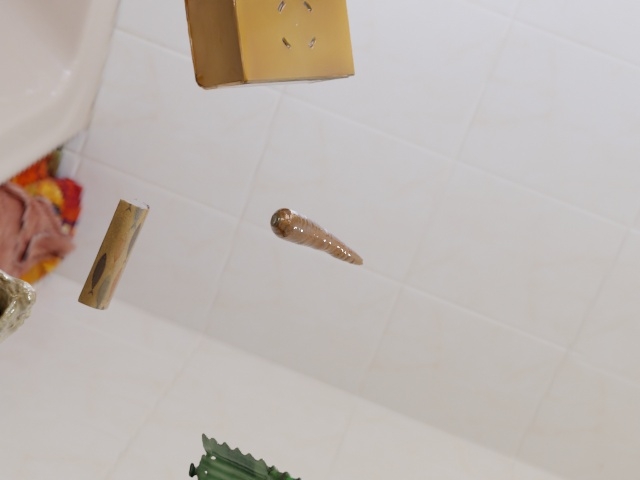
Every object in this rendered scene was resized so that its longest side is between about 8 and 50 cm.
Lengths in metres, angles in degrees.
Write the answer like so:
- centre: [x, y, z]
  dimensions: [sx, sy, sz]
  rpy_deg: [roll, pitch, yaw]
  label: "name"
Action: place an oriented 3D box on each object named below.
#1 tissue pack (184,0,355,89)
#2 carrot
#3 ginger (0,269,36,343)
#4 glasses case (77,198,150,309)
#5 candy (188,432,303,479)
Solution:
- centre: [-0.088, -0.371, 1.851]
  dimensions: [0.275, 0.145, 0.194]
  rpy_deg: [-11, 94, -44]
  label: "tissue pack"
- centre: [0.000, 0.000, 1.605]
  dimensions: [0.216, 0.048, 0.048]
  rpy_deg: [26, 84, -44]
  label: "carrot"
- centre: [-0.563, 0.118, 1.700]
  dimensions: [0.221, 0.276, 0.130]
  rpy_deg: [10, 63, -52]
  label: "ginger"
- centre: [-0.308, 0.021, 1.564]
  dimensions: [0.064, 0.041, 0.169]
  rpy_deg: [-16, 130, -80]
  label: "glasses case"
- centre: [-0.101, 0.517, 1.709]
  dimensions: [0.172, 0.263, 0.397]
  rpy_deg: [-37, 135, -57]
  label: "candy"
